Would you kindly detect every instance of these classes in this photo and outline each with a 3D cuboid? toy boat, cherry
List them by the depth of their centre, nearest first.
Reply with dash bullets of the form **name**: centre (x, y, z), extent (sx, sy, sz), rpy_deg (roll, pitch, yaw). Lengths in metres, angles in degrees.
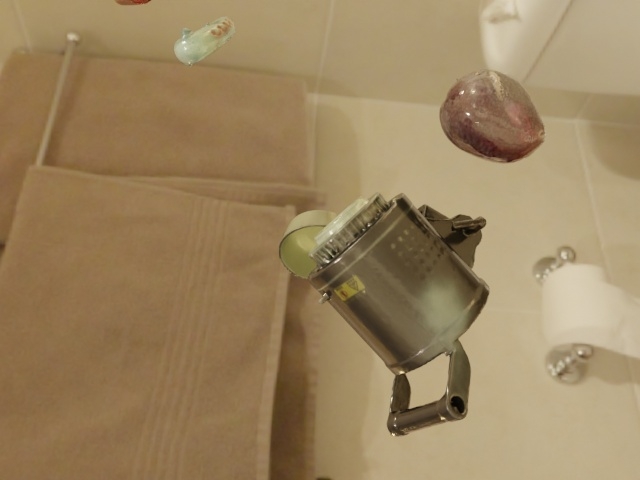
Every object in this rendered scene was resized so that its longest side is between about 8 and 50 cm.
- **cherry**: centre (0.277, -0.197, 1.116), extent (0.140, 0.176, 0.176), rpy_deg (-43, 25, 22)
- **toy boat**: centre (-0.283, -0.489, 1.647), extent (0.079, 0.134, 0.207), rpy_deg (62, -152, -25)

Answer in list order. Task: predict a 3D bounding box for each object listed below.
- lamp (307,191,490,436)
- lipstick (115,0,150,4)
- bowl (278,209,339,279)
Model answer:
- **lamp**: centre (0.108, 0.067, 1.066), extent (0.205, 0.272, 0.374), rpy_deg (-40, 23, 53)
- **lipstick**: centre (-0.463, -0.611, 1.687), extent (0.280, 0.073, 0.073), rpy_deg (-140, 53, -61)
- **bowl**: centre (0.000, 0.000, 1.766), extent (0.112, 0.211, 0.211), rpy_deg (-87, 5, -45)
